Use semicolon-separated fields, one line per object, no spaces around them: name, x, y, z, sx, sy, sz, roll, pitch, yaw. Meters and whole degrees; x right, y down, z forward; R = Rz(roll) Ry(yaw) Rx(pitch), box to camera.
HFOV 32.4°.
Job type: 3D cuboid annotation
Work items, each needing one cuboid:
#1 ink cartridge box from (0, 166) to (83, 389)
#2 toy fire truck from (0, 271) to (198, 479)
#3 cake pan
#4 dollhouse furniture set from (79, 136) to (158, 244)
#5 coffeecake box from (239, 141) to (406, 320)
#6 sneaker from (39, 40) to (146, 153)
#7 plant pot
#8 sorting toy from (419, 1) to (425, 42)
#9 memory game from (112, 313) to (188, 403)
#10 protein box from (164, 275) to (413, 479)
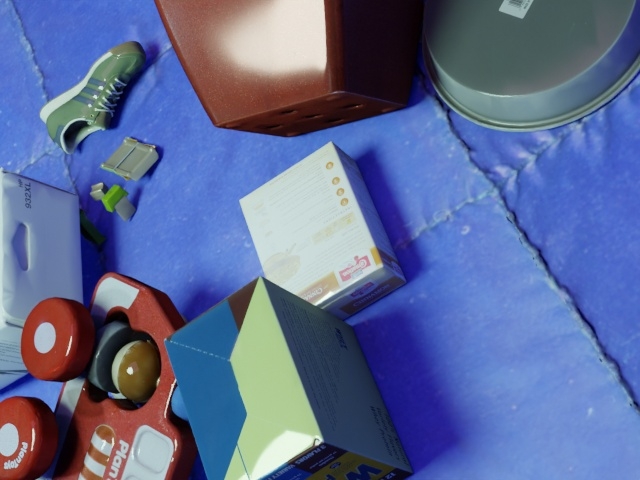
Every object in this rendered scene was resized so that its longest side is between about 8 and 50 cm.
ink cartridge box;-0.461;0.077;1.492;0.307;0.129;0.223;-29;57;35
toy fire truck;-0.231;0.204;1.288;0.254;0.169;0.302;21;92;37
cake pan;0.245;-0.270;1.275;0.293;0.054;0.293;-10;68;26
dollhouse furniture set;-0.282;-0.069;1.544;0.076;0.058;0.152;19;63;43
coffeecake box;0.000;0.000;1.316;0.142;0.068;0.185;-31;58;17
sneaker;-0.318;-0.198;1.597;0.192;0.064;0.086;-35;65;16
plant pot;-0.025;-0.260;1.324;0.267;0.267;0.236;-12;85;29
sorting toy;0.136;-0.287;1.381;0.062;0.012;0.083;2;73;32
memory game;-0.236;0.166;1.430;0.186;0.012;0.186;-12;66;28
protein box;-0.033;0.179;1.184;0.136;0.201;0.200;-33;57;17
